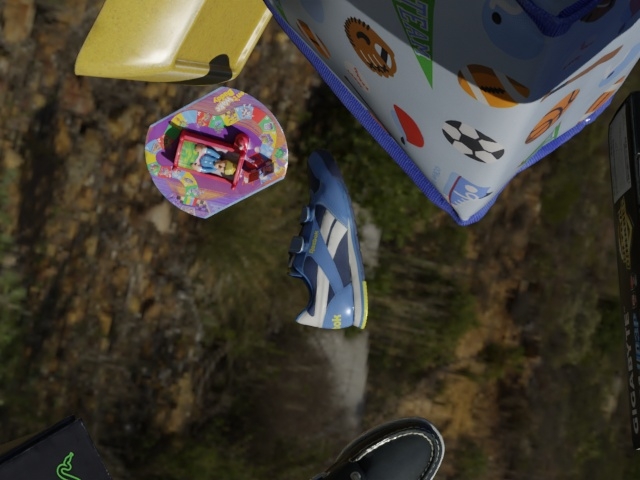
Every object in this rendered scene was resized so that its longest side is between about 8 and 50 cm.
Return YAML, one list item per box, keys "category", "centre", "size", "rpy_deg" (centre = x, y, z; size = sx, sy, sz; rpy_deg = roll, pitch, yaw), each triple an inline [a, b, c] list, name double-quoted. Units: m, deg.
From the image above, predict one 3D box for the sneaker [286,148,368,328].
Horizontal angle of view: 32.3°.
- category: "sneaker"
  centre: [0.000, 0.000, 0.854]
  size: [0.053, 0.059, 0.144]
  rpy_deg: [76, 5, -83]

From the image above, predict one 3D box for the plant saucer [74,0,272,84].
- category: "plant saucer"
  centre: [-0.107, -0.308, 1.256]
  size: [0.332, 0.081, 0.333]
  rpy_deg: [-59, 170, 13]

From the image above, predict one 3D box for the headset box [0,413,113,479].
- category: "headset box"
  centre: [-0.177, 0.251, 0.514]
  size: [0.131, 0.246, 0.283]
  rpy_deg: [-26, -88, 48]

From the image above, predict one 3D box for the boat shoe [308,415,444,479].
- category: "boat shoe"
  centre: [0.024, 0.321, 1.292]
  size: [0.302, 0.114, 0.091]
  rpy_deg: [-42, 179, -2]

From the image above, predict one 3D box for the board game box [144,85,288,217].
- category: "board game box"
  centre: [-0.124, -0.096, 1.286]
  size: [0.169, 0.133, 0.033]
  rpy_deg: [-26, -158, 13]

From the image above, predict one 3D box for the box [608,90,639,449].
- category: "box"
  centre: [0.261, 0.012, 0.539]
  size: [0.051, 0.220, 0.175]
  rpy_deg: [78, 11, -76]

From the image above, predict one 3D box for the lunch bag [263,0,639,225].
- category: "lunch bag"
  centre: [0.073, -0.257, 0.797]
  size: [0.239, 0.385, 0.328]
  rpy_deg: [-39, 166, -17]
